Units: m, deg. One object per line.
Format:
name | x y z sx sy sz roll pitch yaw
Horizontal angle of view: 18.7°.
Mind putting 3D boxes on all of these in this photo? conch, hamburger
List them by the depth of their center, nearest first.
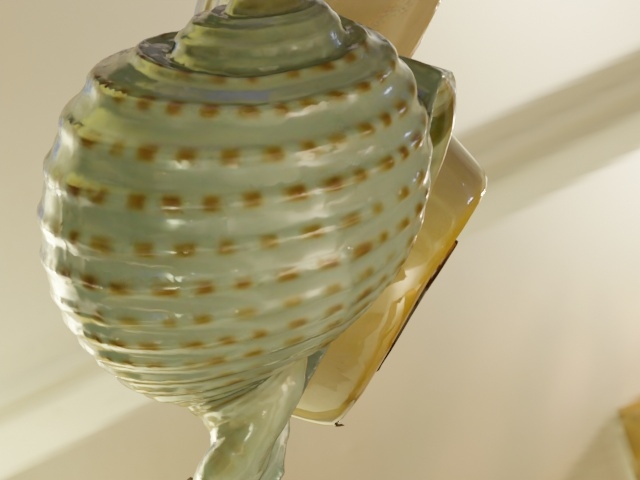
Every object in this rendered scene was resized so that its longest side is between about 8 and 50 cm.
conch | -0.036 -0.007 0.700 0.200 0.131 0.172 -61 -179 27
hamburger | 0.000 0.000 1.522 0.294 0.179 0.276 -59 -178 0

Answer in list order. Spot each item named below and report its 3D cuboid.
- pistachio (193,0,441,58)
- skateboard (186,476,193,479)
pistachio | 0.020 -0.236 1.706 0.226 0.208 0.332 -9 152 -45
skateboard | -0.141 0.231 1.689 0.064 0.032 0.083 -54 158 6
